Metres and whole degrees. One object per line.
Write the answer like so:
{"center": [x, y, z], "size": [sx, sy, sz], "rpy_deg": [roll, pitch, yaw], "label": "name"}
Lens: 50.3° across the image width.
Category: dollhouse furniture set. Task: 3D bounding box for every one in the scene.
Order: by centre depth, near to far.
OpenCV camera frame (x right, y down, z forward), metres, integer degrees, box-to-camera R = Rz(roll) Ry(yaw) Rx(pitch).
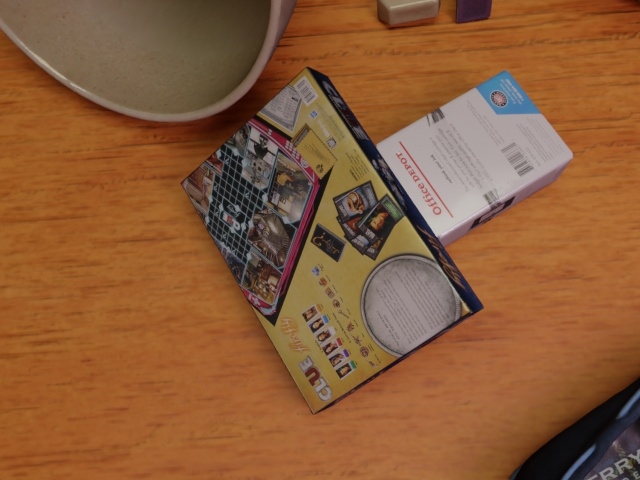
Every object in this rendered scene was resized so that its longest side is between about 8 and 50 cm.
{"center": [0.108, -0.275, 0.682], "size": [0.114, 0.091, 0.081], "rpy_deg": [-10, 58, 2], "label": "dollhouse furniture set"}

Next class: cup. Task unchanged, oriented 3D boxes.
{"center": [-0.136, -0.308, 0.601], "size": [0.331, 0.331, 0.237], "rpy_deg": [23, 50, 9], "label": "cup"}

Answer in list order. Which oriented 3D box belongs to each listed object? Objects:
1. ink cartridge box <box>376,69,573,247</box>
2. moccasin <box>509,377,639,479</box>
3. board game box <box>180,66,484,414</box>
{"center": [0.120, -0.062, 0.622], "size": [0.180, 0.060, 0.104], "rpy_deg": [-30, 75, -6], "label": "ink cartridge box"}
{"center": [0.307, 0.150, 0.523], "size": [0.342, 0.117, 0.137], "rpy_deg": [-35, 76, -9], "label": "moccasin"}
{"center": [0.000, 0.000, 0.582], "size": [0.165, 0.042, 0.243], "rpy_deg": [-37, 74, 22], "label": "board game box"}
